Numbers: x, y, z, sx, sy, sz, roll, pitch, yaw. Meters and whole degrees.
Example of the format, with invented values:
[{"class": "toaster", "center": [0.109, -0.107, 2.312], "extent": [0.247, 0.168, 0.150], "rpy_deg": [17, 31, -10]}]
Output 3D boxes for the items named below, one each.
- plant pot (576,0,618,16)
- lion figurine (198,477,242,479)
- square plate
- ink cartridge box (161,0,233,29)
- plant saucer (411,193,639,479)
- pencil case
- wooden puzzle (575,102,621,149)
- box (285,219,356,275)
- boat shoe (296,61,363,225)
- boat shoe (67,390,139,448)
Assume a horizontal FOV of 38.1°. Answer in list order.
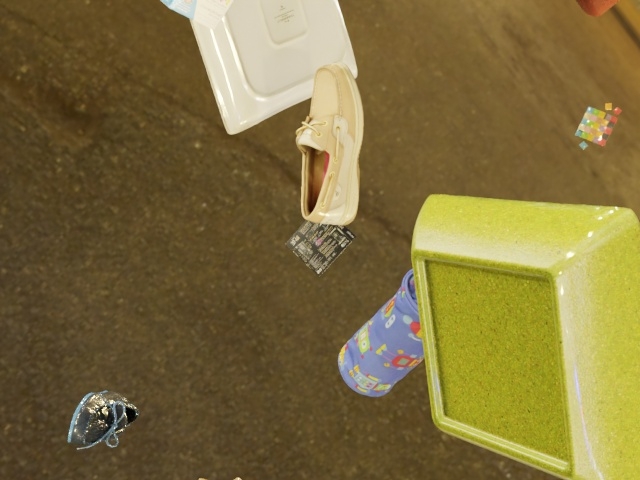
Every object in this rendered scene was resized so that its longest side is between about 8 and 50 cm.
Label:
[{"class": "plant pot", "center": [0.400, -0.499, 1.318], "extent": [0.267, 0.267, 0.235], "rpy_deg": [54, 30, 3]}, {"class": "lion figurine", "center": [-0.194, 0.561, 1.642], "extent": [0.142, 0.240, 0.392], "rpy_deg": [52, -9, -11]}, {"class": "square plate", "center": [-0.083, -0.414, 1.713], "extent": [0.347, 0.049, 0.344], "rpy_deg": [-31, 113, -36]}, {"class": "ink cartridge box", "center": [-0.141, -0.347, 1.114], "extent": [0.090, 0.143, 0.092], "rpy_deg": [45, 16, 28]}, {"class": "plant saucer", "center": [0.125, 0.070, 0.605], "extent": [0.045, 0.188, 0.189], "rpy_deg": [-16, 104, -31]}, {"class": "pencil case", "center": [0.140, 0.163, 1.665], "extent": [0.119, 0.306, 0.133], "rpy_deg": [5, 53, -24]}, {"class": "wooden puzzle", "center": [0.433, -0.179, 1.452], "extent": [0.049, 0.083, 0.006], "rpy_deg": [27, 4, 24]}, {"class": "box", "center": [0.000, 0.000, 1.272], "extent": [0.067, 0.083, 0.018], "rpy_deg": [44, 36, 3]}, {"class": "boat shoe", "center": [0.005, -0.100, 0.953], "extent": [0.059, 0.063, 0.170], "rpy_deg": [-3, 92, -35]}, {"class": "boat shoe", "center": [-0.419, 0.344, 1.829], "extent": [0.089, 0.109, 0.258], "rpy_deg": [18, 8, 4]}]
